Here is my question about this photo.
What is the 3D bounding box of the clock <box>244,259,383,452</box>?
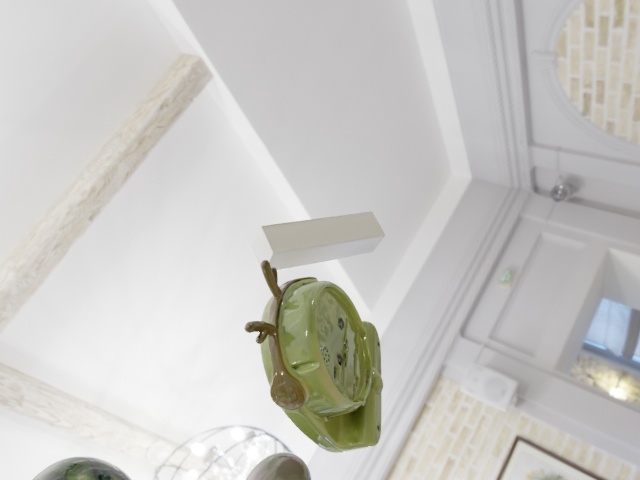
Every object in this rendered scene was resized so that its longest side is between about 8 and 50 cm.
[{"bbox_3d":[-0.004,0.165,0.836,0.308,0.096,0.235,51,-149,-37],"label":"clock"}]

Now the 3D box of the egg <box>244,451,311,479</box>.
[{"bbox_3d":[-0.070,0.389,0.827,0.135,0.103,0.103,-51,-39,-32],"label":"egg"}]

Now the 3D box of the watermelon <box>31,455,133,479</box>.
[{"bbox_3d":[-0.584,0.665,1.300,0.285,0.285,0.286,-29,-52,-44],"label":"watermelon"}]

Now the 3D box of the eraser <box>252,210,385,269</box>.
[{"bbox_3d":[0.000,-0.001,1.239,0.297,0.076,0.078,-10,-31,-31],"label":"eraser"}]
